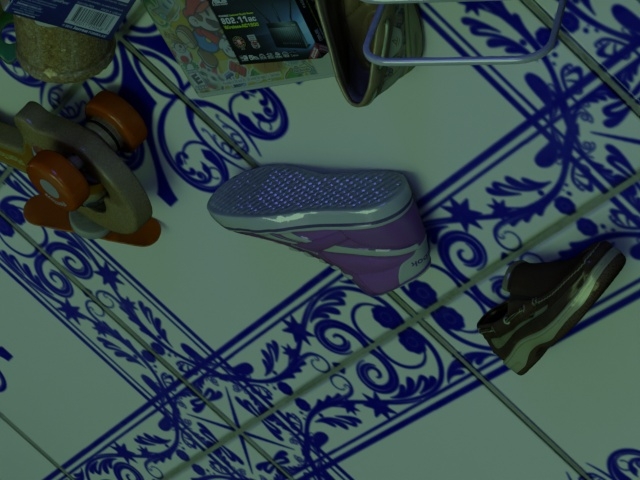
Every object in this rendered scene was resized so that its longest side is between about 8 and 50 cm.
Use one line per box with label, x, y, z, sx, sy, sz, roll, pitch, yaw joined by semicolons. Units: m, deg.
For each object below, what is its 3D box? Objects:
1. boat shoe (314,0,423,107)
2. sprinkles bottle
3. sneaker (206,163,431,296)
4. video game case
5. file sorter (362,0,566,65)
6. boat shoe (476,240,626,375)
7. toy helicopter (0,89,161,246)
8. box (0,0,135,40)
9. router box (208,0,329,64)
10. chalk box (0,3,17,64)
boat shoe;0.037;-0.266;1.683;0.104;0.089;0.285;11;135;33
sprinkles bottle;-0.296;-0.339;1.860;0.121;0.121;0.355;24;142;18
sneaker;0.000;0.001;1.995;0.282;0.102;0.161;6;136;36
video game case;-0.102;-0.258;1.864;0.227;0.026;0.206;-4;126;43
file sorter;0.113;-0.311;1.469;0.193;0.173;0.278;1;131;18
boat shoe;0.242;0.063;1.864;0.095;0.095;0.257;41;144;6
toy helicopter;-0.348;-0.094;2.194;0.355;0.140;0.235;21;151;38
box;-0.230;-0.319;1.789;0.136;0.036;0.225;13;130;-38
router box;-0.052;-0.237;1.791;0.122;0.038;0.092;-1;128;40
chalk box;-0.429;-0.303;2.003;0.213;0.132;0.132;39;144;-3
